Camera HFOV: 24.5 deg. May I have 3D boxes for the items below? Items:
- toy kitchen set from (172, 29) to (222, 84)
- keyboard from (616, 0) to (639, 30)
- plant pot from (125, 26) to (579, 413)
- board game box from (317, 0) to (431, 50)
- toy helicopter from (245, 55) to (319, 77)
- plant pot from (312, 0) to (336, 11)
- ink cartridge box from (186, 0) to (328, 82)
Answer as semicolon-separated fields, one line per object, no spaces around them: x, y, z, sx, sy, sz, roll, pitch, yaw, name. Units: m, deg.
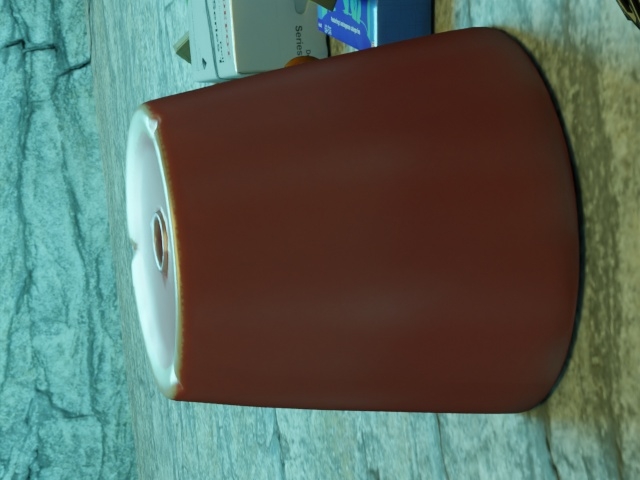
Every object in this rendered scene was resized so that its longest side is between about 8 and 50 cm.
-0.109;-0.204;1.671;0.068;0.083;0.075;-43;39;17;toy kitchen set
0.192;-0.102;0.668;0.201;0.033;0.317;112;150;-60;keyboard
0.006;-0.004;0.980;0.275;0.243;0.275;175;90;-75;plant pot
0.039;-0.256;1.137;0.160;0.047;0.210;-137;44;-67;board game box
-0.021;-0.069;1.278;0.355;0.140;0.235;-106;12;-64;toy helicopter
-0.028;-0.242;1.093;0.095;0.134;0.134;-62;22;7;plant pot
-0.069;-0.239;1.451;0.219;0.093;0.160;-166;71;-74;ink cartridge box
